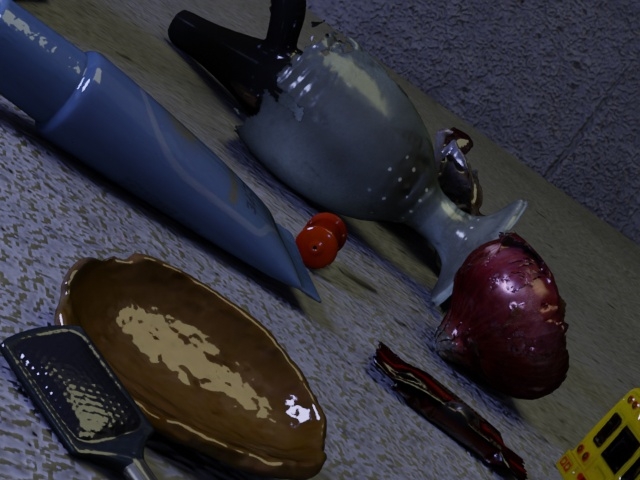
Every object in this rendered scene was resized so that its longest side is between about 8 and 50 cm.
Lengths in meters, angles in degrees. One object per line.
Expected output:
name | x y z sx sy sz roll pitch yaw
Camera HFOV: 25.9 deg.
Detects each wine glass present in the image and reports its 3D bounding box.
wine glass | 0.068 -0.090 1.657 0.357 0.190 0.190 44 13 1

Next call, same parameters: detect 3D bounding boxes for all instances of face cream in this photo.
face cream | -0.148 -0.075 1.235 0.385 0.086 0.135 37 14 -29

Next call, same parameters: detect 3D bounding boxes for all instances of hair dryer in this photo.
hair dryer | -0.066 -0.322 1.791 0.120 0.359 0.303 -23 49 -38

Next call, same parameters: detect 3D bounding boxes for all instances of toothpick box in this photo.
toothpick box | 0.000 0.000 1.448 0.047 0.047 0.083 38 13 0

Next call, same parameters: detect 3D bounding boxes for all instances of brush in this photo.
brush | -0.111 0.118 0.783 0.063 0.016 0.193 -12 54 -47

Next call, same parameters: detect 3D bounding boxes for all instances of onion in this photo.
onion | 0.189 0.085 1.483 0.147 0.184 0.184 -11 33 -15

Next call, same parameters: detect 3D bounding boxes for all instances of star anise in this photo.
star anise | 0.185 -0.036 1.863 0.262 0.081 0.230 59 33 -34

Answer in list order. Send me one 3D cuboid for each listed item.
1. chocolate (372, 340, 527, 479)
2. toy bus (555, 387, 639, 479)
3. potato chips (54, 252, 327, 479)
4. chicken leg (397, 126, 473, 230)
chocolate | 0.122 0.157 1.285 0.182 0.028 0.086 37 10 2
toy bus | 0.388 0.283 1.301 0.331 0.151 0.145 33 12 -20
potato chips | -0.086 0.087 0.901 0.201 0.049 0.150 34 26 -14
chicken leg | 0.137 -0.095 1.958 0.083 0.177 0.322 -6 -9 30
